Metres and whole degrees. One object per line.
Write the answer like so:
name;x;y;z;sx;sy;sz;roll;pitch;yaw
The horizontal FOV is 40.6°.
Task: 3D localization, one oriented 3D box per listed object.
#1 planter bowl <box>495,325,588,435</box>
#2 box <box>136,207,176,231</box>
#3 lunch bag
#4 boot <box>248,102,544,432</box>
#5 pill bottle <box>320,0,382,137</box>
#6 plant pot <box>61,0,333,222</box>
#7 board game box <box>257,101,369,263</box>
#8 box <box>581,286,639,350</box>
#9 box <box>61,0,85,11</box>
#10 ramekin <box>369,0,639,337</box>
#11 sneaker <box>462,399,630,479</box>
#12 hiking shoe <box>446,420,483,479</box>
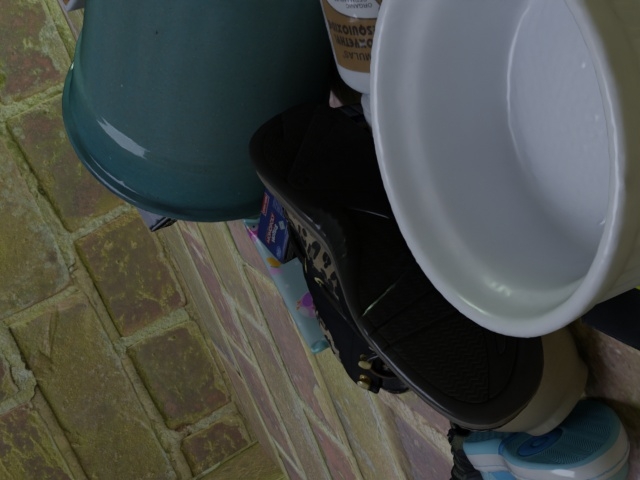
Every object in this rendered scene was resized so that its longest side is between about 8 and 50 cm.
planter bowl;0.205;0.134;0.897;0.109;0.162;0.162;36;163;-4
box;-0.269;-0.213;1.547;0.293;0.073;0.295;-33;85;32
lunch bag;0.000;0.000;1.237;0.262;0.160;0.223;-90;-25;-71
boot;0.075;0.068;0.845;0.377;0.138;0.284;48;166;34
pill bottle;0.070;-0.199;0.768;0.131;0.131;0.229;40;153;51
plant pot;-0.121;-0.247;0.962;0.341;0.341;0.334;56;155;18
board game box;0.033;-0.085;1.014;0.060;0.194;0.194;46;138;34
box;0.267;0.014;0.676;0.191;0.045;0.184;32;142;59
box;-0.291;-0.466;1.080;0.231;0.127;0.262;-28;90;55
ramekin;0.157;-0.083;0.597;0.277;0.135;0.277;166;90;-68
sneaker;0.283;0.290;0.944;0.208;0.127;0.319;61;171;5
hiking shoe;0.224;0.295;1.219;0.227;0.086;0.114;107;146;-59
